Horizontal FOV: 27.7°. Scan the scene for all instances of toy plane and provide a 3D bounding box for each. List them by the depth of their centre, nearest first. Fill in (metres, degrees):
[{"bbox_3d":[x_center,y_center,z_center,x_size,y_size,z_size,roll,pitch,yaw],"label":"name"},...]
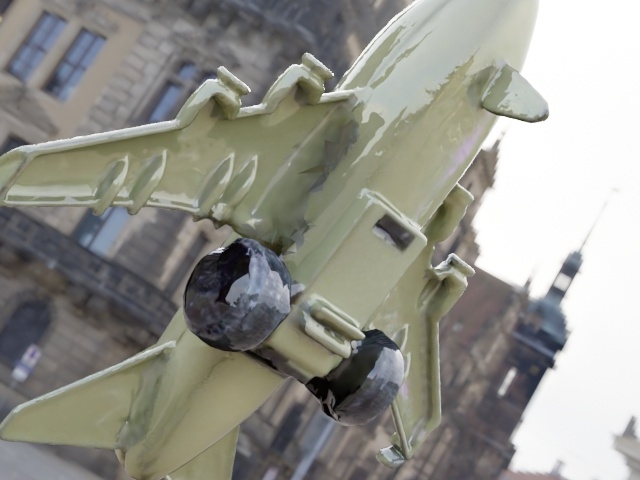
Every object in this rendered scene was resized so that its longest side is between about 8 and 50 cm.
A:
[{"bbox_3d":[0.000,0.000,0.471,0.229,0.244,0.092,37,9,-39],"label":"toy plane"}]
